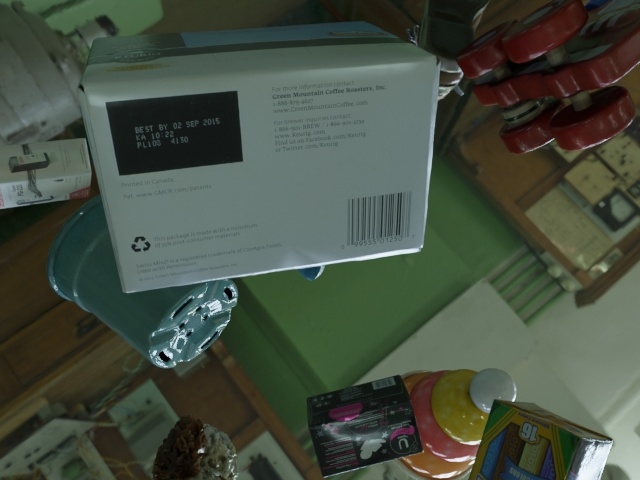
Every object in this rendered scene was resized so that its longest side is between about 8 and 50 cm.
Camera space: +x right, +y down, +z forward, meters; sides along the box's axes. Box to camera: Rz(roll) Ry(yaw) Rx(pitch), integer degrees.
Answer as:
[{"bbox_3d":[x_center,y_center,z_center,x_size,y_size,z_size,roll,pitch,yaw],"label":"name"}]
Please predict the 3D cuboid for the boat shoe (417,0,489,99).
[{"bbox_3d":[0.215,-0.364,1.059,0.104,0.110,0.307,105,7,-54],"label":"boat shoe"}]

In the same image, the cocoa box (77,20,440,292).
[{"bbox_3d":[-0.073,-0.114,0.712,0.347,0.228,0.231,-8,120,-13],"label":"cocoa box"}]

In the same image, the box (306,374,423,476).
[{"bbox_3d":[0.102,0.446,1.490,0.247,0.142,0.163,-14,-169,0],"label":"box"}]

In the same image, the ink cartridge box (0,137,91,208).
[{"bbox_3d":[-0.629,-0.147,1.358,0.218,0.092,0.158,-9,167,-25],"label":"ink cartridge box"}]

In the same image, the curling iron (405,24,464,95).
[{"bbox_3d":[0.337,-0.517,1.768,0.035,0.274,0.068,-29,-145,34],"label":"curling iron"}]

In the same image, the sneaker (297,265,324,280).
[{"bbox_3d":[0.000,0.000,1.556,0.092,0.087,0.229,-27,140,-49],"label":"sneaker"}]

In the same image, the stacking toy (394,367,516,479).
[{"bbox_3d":[0.410,0.482,1.751,0.350,0.350,0.480,-31,167,-33],"label":"stacking toy"}]

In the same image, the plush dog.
[{"bbox_3d":[-0.132,0.327,0.667,0.210,0.262,0.225,-26,152,-32],"label":"plush dog"}]

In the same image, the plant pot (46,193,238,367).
[{"bbox_3d":[-0.395,0.098,1.443,0.341,0.334,0.341,-40,152,-27],"label":"plant pot"}]

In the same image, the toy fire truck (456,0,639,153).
[{"bbox_3d":[0.351,-0.258,0.831,0.254,0.169,0.302,-37,-166,-7],"label":"toy fire truck"}]

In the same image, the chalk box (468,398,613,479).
[{"bbox_3d":[0.405,0.479,1.184,0.180,0.179,0.289,20,89,-45],"label":"chalk box"}]
